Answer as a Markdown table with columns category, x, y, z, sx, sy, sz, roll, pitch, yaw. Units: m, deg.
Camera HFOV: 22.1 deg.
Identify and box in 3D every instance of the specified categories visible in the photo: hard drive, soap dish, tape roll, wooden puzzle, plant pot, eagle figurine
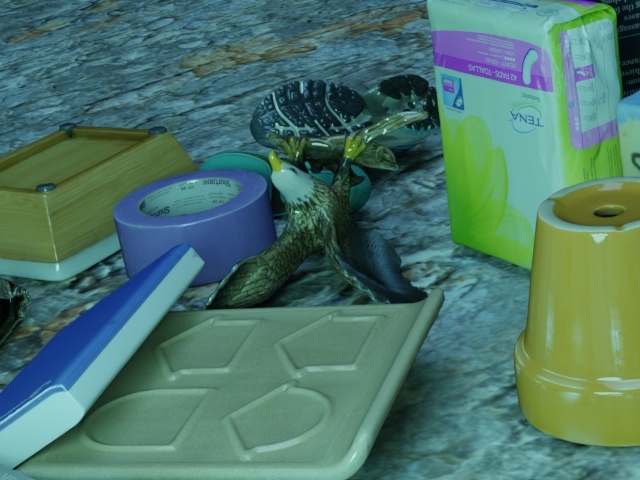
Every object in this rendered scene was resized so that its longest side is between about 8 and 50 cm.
| category | x | y | z | sx | sy | sz | roll | pitch | yaw |
| --- | --- | --- | --- | --- | --- | --- | --- | --- | --- |
| hard drive | -0.244 | 0.127 | 1.569 | 0.210 | 0.040 | 0.318 | -35 | 9 | 26 |
| soap dish | -0.326 | -0.058 | 2.103 | 0.229 | 0.118 | 0.291 | 6 | 25 | 35 |
| tape roll | -0.150 | -0.017 | 1.972 | 0.189 | 0.080 | 0.189 | -8 | 21 | 3 |
| wooden puzzle | -0.074 | 0.154 | 1.517 | 0.348 | 0.080 | 0.322 | -7 | 21 | 20 |
| plant pot | 0.267 | 0.052 | 1.455 | 0.205 | 0.188 | 0.205 | -9 | 21 | 3 |
| eagle figurine | -0.008 | -0.005 | 1.797 | 0.226 | 0.225 | 0.298 | -43 | 32 | 43 |

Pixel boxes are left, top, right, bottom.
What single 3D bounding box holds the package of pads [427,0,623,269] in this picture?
| category | x | y | z | sx | sy | sz | roll | pitch | yaw |
| --- | --- | --- | --- | --- | --- | --- | --- | --- | --- |
| package of pads | 0.226 | -0.116 | 1.751 | 0.101 | 0.296 | 0.229 | -20 | 23 | -27 |

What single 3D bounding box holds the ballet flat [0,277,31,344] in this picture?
| category | x | y | z | sx | sy | sz | roll | pitch | yaw |
| --- | --- | --- | --- | --- | --- | --- | --- | --- | --- |
| ballet flat | -0.373 | 0.100 | 1.785 | 0.058 | 0.084 | 0.250 | -6 | 16 | 13 |

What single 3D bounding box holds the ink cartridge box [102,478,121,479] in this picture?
| category | x | y | z | sx | sy | sz | roll | pitch | yaw |
| --- | --- | --- | --- | --- | --- | --- | --- | --- | --- |
| ink cartridge box | -0.220 | 0.250 | 1.130 | 0.283 | 0.117 | 0.207 | 3 | 8 | -36 |

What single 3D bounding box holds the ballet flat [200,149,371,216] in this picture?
| category | x | y | z | sx | sy | sz | roll | pitch | yaw |
| --- | --- | --- | --- | --- | --- | --- | --- | --- | --- |
| ballet flat | -0.038 | -0.067 | 2.075 | 0.247 | 0.083 | 0.087 | 7 | 3 | 37 |

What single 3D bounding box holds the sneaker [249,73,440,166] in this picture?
| category | x | y | z | sx | sy | sz | roll | pitch | yaw |
| --- | --- | --- | --- | --- | --- | --- | --- | --- | --- |
| sneaker | 0.027 | -0.134 | 2.126 | 0.283 | 0.110 | 0.122 | -5 | -28 | -33 |

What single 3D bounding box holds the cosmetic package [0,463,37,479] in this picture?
| category | x | y | z | sx | sy | sz | roll | pitch | yaw |
| --- | --- | --- | --- | --- | --- | --- | --- | --- | --- |
| cosmetic package | -0.319 | 0.272 | 1.282 | 0.127 | 0.107 | 0.238 | 10 | 32 | 45 |

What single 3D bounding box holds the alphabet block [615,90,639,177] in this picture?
| category | x | y | z | sx | sy | sz | roll | pitch | yaw |
| --- | --- | --- | --- | --- | --- | --- | --- | --- | --- |
| alphabet block | 0.435 | -0.066 | 1.668 | 0.193 | 0.197 | 0.192 | -25 | 27 | -33 |

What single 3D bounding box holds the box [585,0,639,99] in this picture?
| category | x | y | z | sx | sy | sz | roll | pitch | yaw |
| --- | --- | --- | --- | --- | --- | --- | --- | --- | --- |
| box | 0.352 | -0.257 | 1.916 | 0.212 | 0.395 | 0.293 | -13 | 22 | -9 |
